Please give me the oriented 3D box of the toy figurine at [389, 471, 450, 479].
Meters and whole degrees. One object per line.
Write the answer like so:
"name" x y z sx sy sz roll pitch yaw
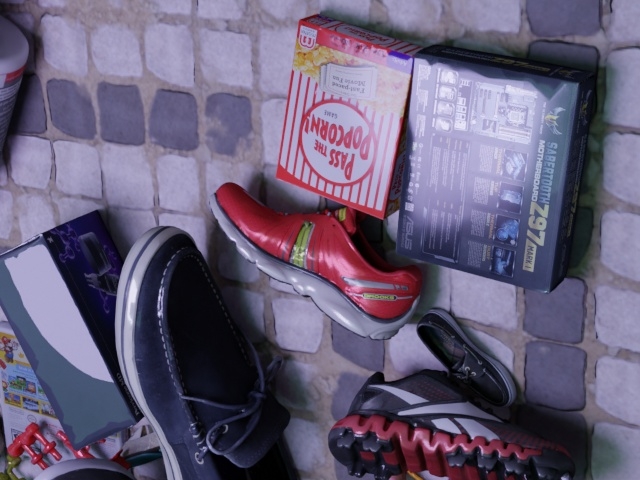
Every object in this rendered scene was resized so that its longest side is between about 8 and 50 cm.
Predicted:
"toy figurine" 0.112 0.293 1.492 0.159 0.130 0.173 44 151 26

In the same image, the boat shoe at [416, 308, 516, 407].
"boat shoe" 0.163 0.140 1.423 0.142 0.040 0.049 46 125 9

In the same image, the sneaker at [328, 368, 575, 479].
"sneaker" 0.152 0.210 1.396 0.276 0.135 0.098 8 140 20

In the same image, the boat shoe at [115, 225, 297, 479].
"boat shoe" -0.121 0.211 1.545 0.155 0.187 0.500 1 115 30

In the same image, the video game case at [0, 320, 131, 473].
"video game case" -0.373 0.234 1.801 0.226 0.026 0.206 11 114 29

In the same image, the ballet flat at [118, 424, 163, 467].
"ballet flat" -0.222 0.271 1.714 0.168 0.057 0.052 -23 66 32

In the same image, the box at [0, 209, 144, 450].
"box" -0.300 0.109 1.599 0.103 0.184 0.261 -24 95 18

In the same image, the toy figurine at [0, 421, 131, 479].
"toy figurine" -0.433 0.401 1.750 0.191 0.217 0.362 47 135 4

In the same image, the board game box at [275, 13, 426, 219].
"board game box" 0.034 -0.138 1.394 0.146 0.045 0.194 21 118 24

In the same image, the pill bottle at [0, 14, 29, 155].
"pill bottle" -0.494 -0.157 1.641 0.161 0.161 0.283 35 122 16

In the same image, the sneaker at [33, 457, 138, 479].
"sneaker" -0.248 0.388 1.624 0.104 0.296 0.147 -43 44 3

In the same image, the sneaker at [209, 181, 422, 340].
"sneaker" 0.000 0.000 1.454 0.279 0.107 0.118 33 104 13

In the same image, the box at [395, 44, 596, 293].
"box" 0.181 -0.077 1.318 0.183 0.059 0.233 15 114 27

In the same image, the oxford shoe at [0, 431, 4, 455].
"oxford shoe" -0.616 0.379 1.968 0.397 0.141 0.146 -24 125 31
